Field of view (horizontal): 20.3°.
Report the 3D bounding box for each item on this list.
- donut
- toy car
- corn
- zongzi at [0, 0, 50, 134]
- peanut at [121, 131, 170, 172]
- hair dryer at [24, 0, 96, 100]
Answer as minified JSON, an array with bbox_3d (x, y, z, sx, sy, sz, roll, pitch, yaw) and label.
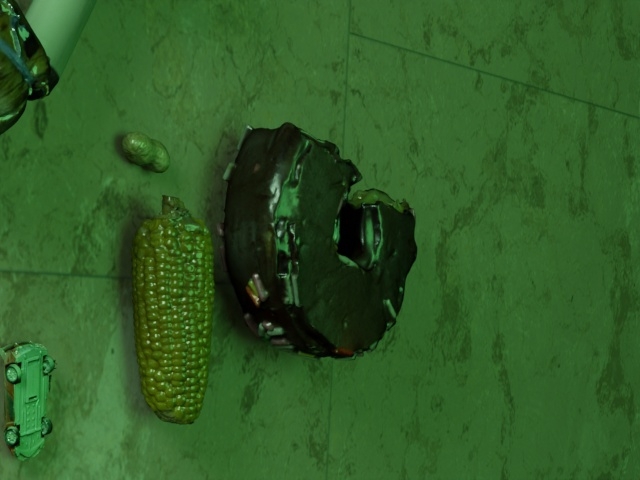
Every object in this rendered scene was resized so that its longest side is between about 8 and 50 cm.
[{"bbox_3d":[-0.007,0.021,2.243,0.345,0.136,0.259,27,71,-55],"label":"donut"},{"bbox_3d":[-0.306,0.166,1.858,0.059,0.035,0.122,-14,112,-57],"label":"toy car"},{"bbox_3d":[-0.166,0.078,2.025,0.097,0.097,0.261,-12,103,-57],"label":"corn"},{"bbox_3d":[-0.424,-0.158,1.513,0.323,0.160,0.360,55,53,-23],"label":"zongzi"},{"bbox_3d":[-0.195,-0.100,2.021,0.083,0.037,0.037,26,69,-53],"label":"peanut"},{"bbox_3d":[-0.245,-0.278,1.841,0.203,0.128,0.362,54,47,-46],"label":"hair dryer"}]
